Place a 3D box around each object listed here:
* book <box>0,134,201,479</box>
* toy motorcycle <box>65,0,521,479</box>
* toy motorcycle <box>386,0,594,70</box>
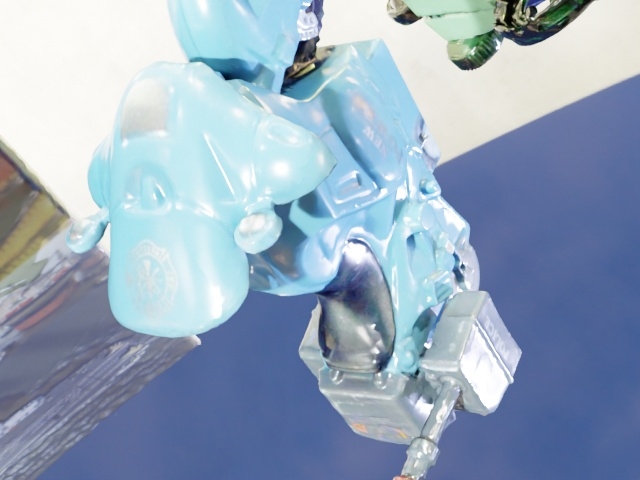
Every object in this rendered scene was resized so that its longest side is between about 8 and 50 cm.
[{"bbox_3d":[-0.225,0.071,0.483,0.262,0.374,0.028,-40,-117,-7],"label":"book"},{"bbox_3d":[0.000,0.000,0.427,0.272,0.124,0.182,55,-130,-35],"label":"toy motorcycle"},{"bbox_3d":[0.147,-0.231,0.705,0.125,0.331,0.196,39,-88,-21],"label":"toy motorcycle"}]
